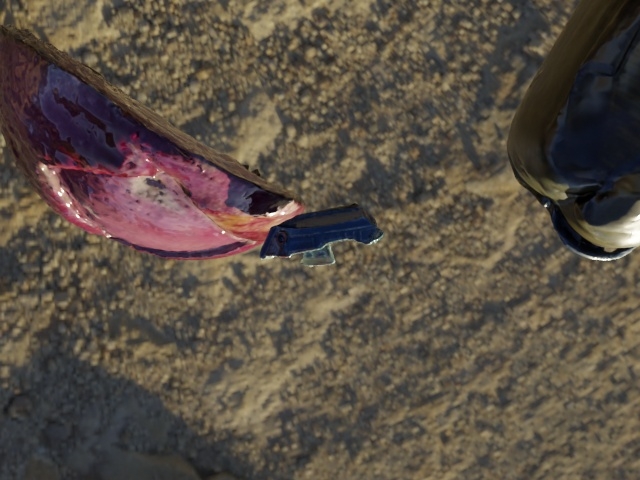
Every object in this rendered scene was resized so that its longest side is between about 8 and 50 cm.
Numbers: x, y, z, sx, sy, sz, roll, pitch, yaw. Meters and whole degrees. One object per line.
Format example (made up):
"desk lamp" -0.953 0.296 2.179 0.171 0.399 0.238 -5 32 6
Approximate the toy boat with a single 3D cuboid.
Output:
"toy boat" 0.000 0.000 0.690 0.083 0.038 0.038 -11 127 -6

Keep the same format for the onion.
"onion" -0.138 -0.047 0.745 0.250 0.247 0.111 33 93 -14

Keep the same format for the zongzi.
"zongzi" 0.389 -0.109 0.752 0.432 0.208 0.403 30 87 -3
